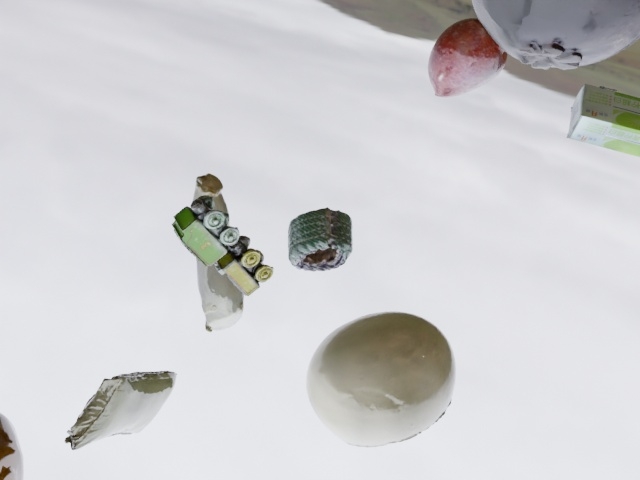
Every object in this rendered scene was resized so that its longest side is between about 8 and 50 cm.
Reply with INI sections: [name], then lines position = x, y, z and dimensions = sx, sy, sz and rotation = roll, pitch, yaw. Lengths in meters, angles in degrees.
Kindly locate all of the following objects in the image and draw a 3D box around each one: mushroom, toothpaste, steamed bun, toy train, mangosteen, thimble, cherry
[mushroom]
position = -0.226, 0.031, 1.544
dimensions = 0.097, 0.351, 0.109
rotation = -12, -166, -20
[toothpaste]
position = 0.587, -0.171, 1.192
dimensions = 0.337, 0.067, 0.081
rotation = 16, -121, 5
[steamed bun]
position = 0.124, 0.275, 1.536
dimensions = 0.325, 0.206, 0.324
rotation = -19, -161, 7
[toy train]
position = -0.149, 0.013, 1.118
dimensions = 0.202, 0.081, 0.060
rotation = 52, 179, -42
[mangosteen]
position = 0.233, -0.277, 0.671
dimensions = 0.194, 0.230, 0.194
rotation = 7, -178, 0
[thimble]
position = 0.000, 0.001, 1.407
dimensions = 0.119, 0.135, 0.090
rotation = 18, -122, -39
[cherry]
position = 0.231, -0.278, 0.963
dimensions = 0.107, 0.225, 0.090
rotation = 11, -137, -49

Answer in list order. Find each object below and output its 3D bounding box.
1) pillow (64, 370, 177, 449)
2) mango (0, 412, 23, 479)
[pillow]
position = -0.276, 0.234, 1.023
dimensions = 0.053, 0.119, 0.208
rotation = 41, -177, 14
[mango]
position = -0.456, 0.277, 0.819
dimensions = 0.201, 0.152, 0.287
rotation = 34, -177, 8
